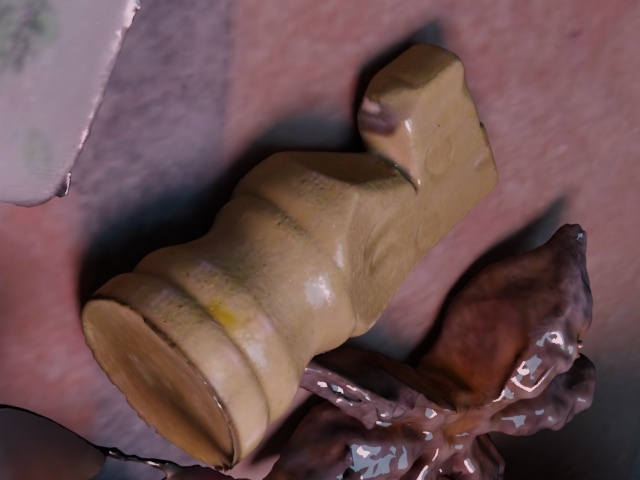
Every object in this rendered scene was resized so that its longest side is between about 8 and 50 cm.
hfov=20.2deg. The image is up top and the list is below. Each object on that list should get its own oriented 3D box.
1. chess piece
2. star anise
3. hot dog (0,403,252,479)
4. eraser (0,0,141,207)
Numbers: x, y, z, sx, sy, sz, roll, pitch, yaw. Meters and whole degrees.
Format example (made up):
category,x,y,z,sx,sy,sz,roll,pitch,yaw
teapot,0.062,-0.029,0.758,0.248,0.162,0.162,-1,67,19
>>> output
category,x,y,z,sx,sy,sz,roll,pitch,yaw
chess piece,0.000,0.000,0.762,0.200,0.090,0.090,-42,137,-28
star anise,0.061,0.092,0.875,0.208,0.063,0.172,-20,132,-31
hot dog,-0.114,0.166,0.743,0.194,0.107,0.326,-29,124,-22
eraser,-0.165,-0.098,0.546,0.227,0.081,0.174,5,113,-43
